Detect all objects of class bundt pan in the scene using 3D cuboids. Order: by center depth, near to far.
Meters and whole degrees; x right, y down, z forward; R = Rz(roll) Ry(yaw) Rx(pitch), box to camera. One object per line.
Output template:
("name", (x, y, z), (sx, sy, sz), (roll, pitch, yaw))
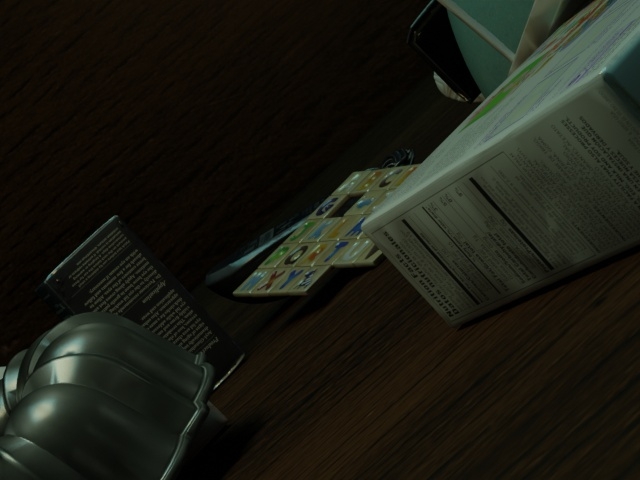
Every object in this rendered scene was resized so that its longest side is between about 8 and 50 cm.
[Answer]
("bundt pan", (-0.232, 0.190, 1.555), (0.331, 0.124, 0.331), (-48, 13, 15))

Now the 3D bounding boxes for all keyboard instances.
("keyboard", (0.239, -0.274, 1.983), (0.317, 0.201, 0.033), (-48, 39, 1))

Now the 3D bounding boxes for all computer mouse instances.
("computer mouse", (0.000, 0.000, 2.142), (0.272, 0.072, 0.188), (-31, 7, 8))

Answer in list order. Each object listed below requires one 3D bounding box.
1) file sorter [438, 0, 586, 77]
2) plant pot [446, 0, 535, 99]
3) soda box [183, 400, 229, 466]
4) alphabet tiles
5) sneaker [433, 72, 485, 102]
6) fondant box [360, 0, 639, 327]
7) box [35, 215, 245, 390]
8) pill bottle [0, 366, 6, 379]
("file sorter", (0.184, -0.286, 1.370), (0.277, 0.173, 0.193), (-47, -11, -16))
("plant pot", (0.223, -0.266, 1.814), (0.290, 0.195, 0.290), (-43, 4, 4))
("soda box", (-0.141, 0.167, 1.762), (0.058, 0.063, 0.183), (-47, 6, -16))
("alphabet tiles", (0.031, -0.012, 1.942), (0.198, 0.009, 0.237), (-45, 18, -23))
("sneaker", (0.237, -0.236, 2.226), (0.232, 0.090, 0.115), (-31, 3, 26))
("fondant box", (0.184, -0.088, 1.119), (0.238, 0.096, 0.330), (-45, 6, -23))
("box", (-0.195, 0.088, 2.069), (0.108, 0.207, 0.153), (-44, 5, -12))
("pill bottle", (-0.340, 0.240, 2.034), (0.188, 0.188, 0.334), (-46, 5, -32))
